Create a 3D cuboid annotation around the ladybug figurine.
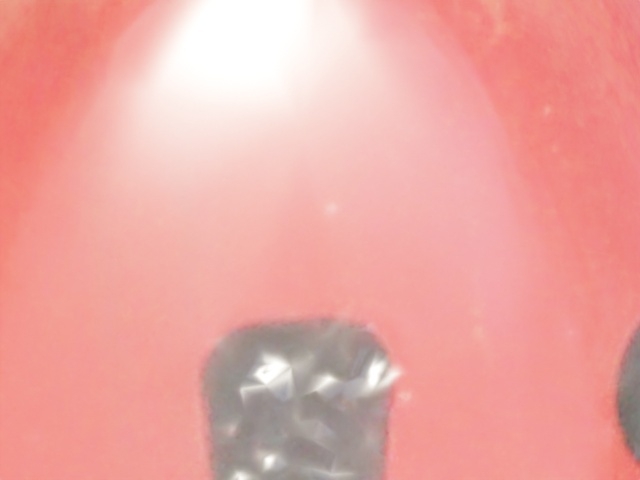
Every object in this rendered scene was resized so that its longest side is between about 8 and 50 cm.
[{"bbox_3d":[-0.010,0.063,0.418,0.162,0.305,0.450,-124,-152,-79],"label":"ladybug figurine"}]
